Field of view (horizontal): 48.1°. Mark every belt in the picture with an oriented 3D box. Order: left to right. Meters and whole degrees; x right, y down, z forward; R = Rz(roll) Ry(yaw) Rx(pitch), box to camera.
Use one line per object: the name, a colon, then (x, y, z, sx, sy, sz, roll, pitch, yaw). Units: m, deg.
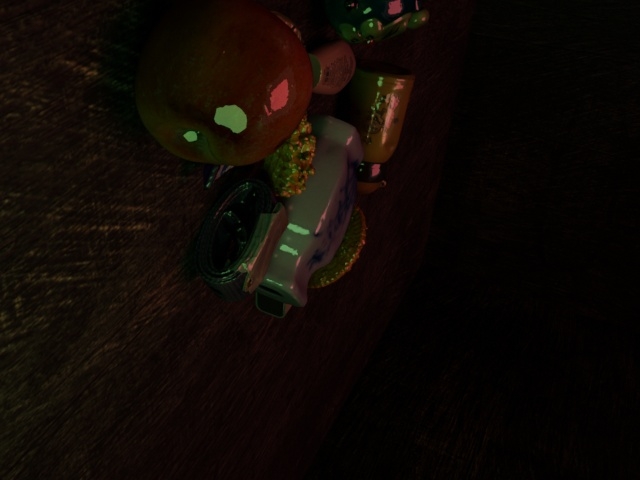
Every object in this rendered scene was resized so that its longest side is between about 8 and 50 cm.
belt: (-0.151, 0.003, 1.400, 0.126, 0.139, 0.231, 70, 38, -62)

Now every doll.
doll: (0.120, -0.533, 1.590, 0.322, 0.198, 0.186, -46, 127, -61)

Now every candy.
candy: (-0.155, -0.193, 1.304, 0.275, 0.070, 0.145, -60, 169, -63)

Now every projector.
projector: (-0.106, 0.130, 1.773, 0.082, 0.083, 0.083, -53, 156, -47)

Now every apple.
apple: (-0.140, -0.216, 1.015, 0.253, 0.253, 0.254, 19, 90, -73)

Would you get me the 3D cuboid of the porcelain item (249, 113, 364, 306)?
porcelain item: (-0.039, -0.070, 1.611, 0.242, 0.178, 0.405, 59, 49, -66)

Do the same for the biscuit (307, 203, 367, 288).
biscuit: (0.000, 0.000, 1.730, 0.035, 0.253, 0.254, 39, 68, -45)

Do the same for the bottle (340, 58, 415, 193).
bottle: (0.131, -0.294, 1.930, 0.171, 0.171, 0.351, -38, 144, -62)

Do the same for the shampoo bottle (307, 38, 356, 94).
shampoo bottle: (0.022, -0.392, 1.631, 0.257, 0.078, 0.127, -33, 134, -61)

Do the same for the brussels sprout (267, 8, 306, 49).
brussels sprout: (-0.113, -0.320, 1.226, 0.151, 0.122, 0.149, -43, 130, -23)

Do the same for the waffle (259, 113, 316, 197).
waffle: (-0.070, -0.184, 1.421, 0.197, 0.070, 0.193, -164, -111, -66)
